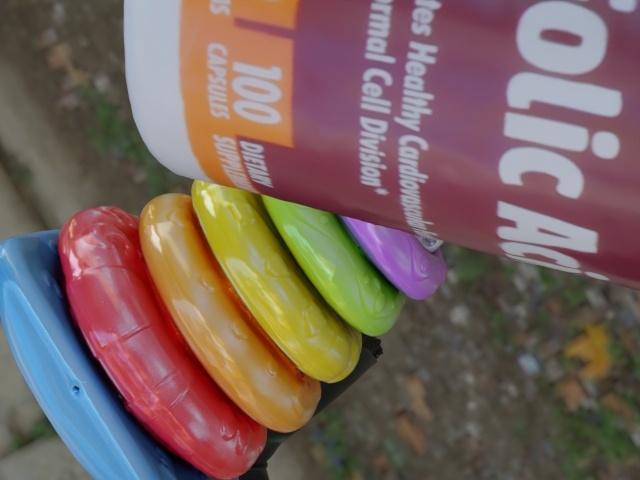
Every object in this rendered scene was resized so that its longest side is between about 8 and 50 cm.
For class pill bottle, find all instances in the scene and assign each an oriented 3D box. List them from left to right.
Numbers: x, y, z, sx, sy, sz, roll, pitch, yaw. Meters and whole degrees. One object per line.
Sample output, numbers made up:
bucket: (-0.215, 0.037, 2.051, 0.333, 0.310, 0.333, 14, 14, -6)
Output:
pill bottle: (0.142, -0.089, 0.761, 0.392, 0.224, 0.224, 14, 150, 14)

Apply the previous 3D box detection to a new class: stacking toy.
stacking toy: (0.000, 0.000, 1.014, 0.175, 0.302, 0.166, 57, -170, 4)

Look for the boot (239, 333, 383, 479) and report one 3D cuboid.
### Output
boot: (-0.030, 0.146, 1.400, 0.246, 0.207, 0.094, 52, 170, -35)
